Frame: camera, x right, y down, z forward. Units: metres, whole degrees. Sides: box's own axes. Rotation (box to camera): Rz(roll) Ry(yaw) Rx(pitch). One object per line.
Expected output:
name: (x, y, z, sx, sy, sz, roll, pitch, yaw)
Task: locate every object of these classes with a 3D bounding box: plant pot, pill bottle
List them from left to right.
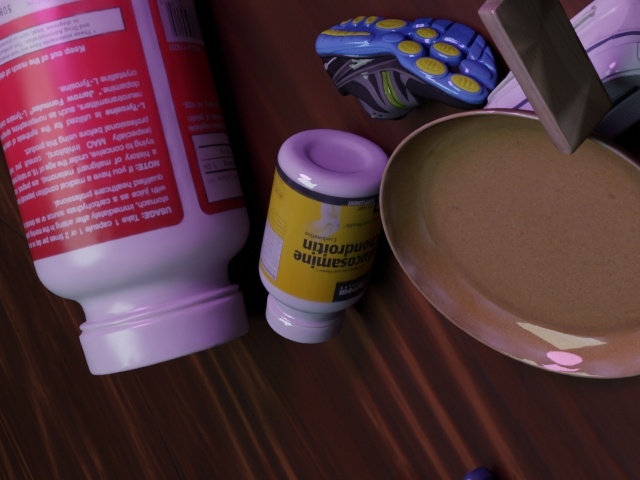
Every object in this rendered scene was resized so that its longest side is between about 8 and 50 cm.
pill bottle: (-0.206, -0.080, 1.086, 0.229, 0.229, 0.407, -12, 93, 56)
pill bottle: (0.000, 0.000, 0.937, 0.103, 0.103, 0.184, 43, 135, 38)
plant pot: (0.151, 0.001, 0.709, 0.236, 0.032, 0.236, 23, 143, 19)

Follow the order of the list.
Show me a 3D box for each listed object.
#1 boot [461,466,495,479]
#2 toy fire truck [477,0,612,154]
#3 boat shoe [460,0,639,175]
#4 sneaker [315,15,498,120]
boot: (0.127, 0.285, 0.914, 0.086, 0.069, 0.190, 56, 134, 36)
toy fire truck: (0.151, -0.179, 0.520, 0.158, 0.217, 0.246, 58, 168, 17)
boat shoe: (0.160, -0.091, 0.716, 0.226, 0.083, 0.075, -36, 46, 55)
sneaker: (0.072, -0.133, 0.832, 0.188, 0.067, 0.078, 21, 141, 48)
